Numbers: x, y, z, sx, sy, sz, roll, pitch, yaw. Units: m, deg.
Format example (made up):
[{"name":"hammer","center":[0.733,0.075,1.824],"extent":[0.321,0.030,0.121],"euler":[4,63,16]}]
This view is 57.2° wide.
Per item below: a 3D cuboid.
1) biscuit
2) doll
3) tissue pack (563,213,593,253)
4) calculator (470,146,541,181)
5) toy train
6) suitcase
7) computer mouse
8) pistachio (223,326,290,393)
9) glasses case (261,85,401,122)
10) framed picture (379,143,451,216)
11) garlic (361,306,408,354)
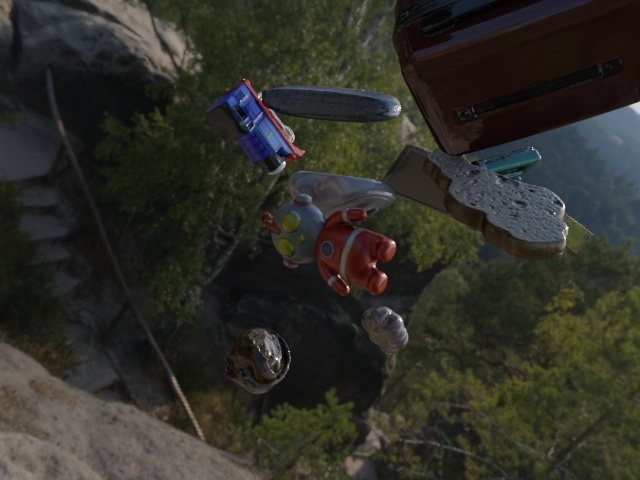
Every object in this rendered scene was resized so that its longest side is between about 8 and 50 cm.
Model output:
[{"name":"biscuit","center":[0.278,-0.069,0.956],"extent":[0.183,0.047,0.320],"euler":[-13,39,-31]},{"name":"doll","center":[0.000,0.000,1.274],"extent":[0.336,0.200,0.105],"euler":[24,24,29]},{"name":"tissue pack","center":[0.529,-0.049,1.364],"extent":[0.176,0.062,0.095],"euler":[33,12,-9]},{"name":"calculator","center":[0.507,-0.171,1.782],"extent":[0.248,0.274,0.058],"euler":[-14,67,-23]},{"name":"toy train","center":[-0.137,-0.232,1.246],"extent":[0.204,0.082,0.131],"euler":[52,45,-23]},{"name":"suitcase","center":[0.256,-0.247,0.742],"extent":[0.236,0.297,0.161],"euler":[43,39,-52]},{"name":"computer mouse","center":[0.047,-0.110,1.547],"extent":[0.296,0.121,0.184],"euler":[13,-1,25]},{"name":"pistachio","center":[-0.159,0.285,1.449],"extent":[0.165,0.131,0.210],"euler":[-8,29,-8]},{"name":"glasses case","center":[0.018,-0.268,1.153],"extent":[0.282,0.067,0.109],"euler":[12,15,21]},{"name":"framed picture","center":[0.286,-0.150,1.504],"extent":[0.232,0.019,0.296],"euler":[21,-17,-4]},{"name":"garlic","center":[0.199,0.264,1.779],"extent":[0.159,0.147,0.102],"euler":[47,63,-2]}]
